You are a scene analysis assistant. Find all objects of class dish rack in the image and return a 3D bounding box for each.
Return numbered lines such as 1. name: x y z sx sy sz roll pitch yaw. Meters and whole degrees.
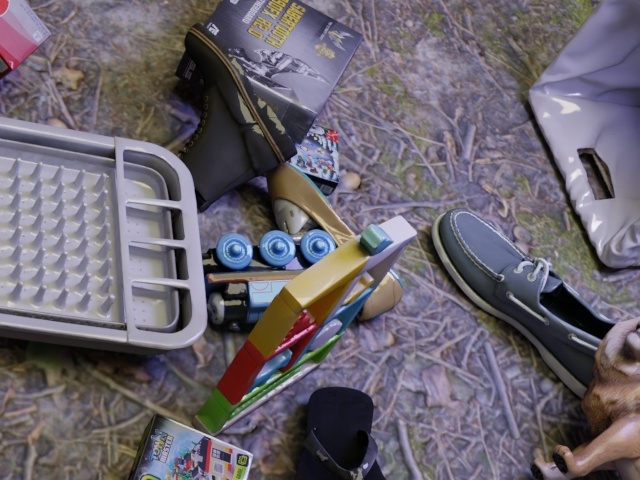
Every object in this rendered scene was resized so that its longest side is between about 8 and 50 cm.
1. dish rack: -0.294 0.000 1.648 0.332 0.072 0.286 10 49 -24

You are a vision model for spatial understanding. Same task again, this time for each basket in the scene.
1. basket: 0.510 -0.169 2.105 0.266 0.331 0.328 7 49 -34

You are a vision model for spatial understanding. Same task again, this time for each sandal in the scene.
1. sandal: 0.019 0.217 1.592 0.097 0.055 0.254 2 27 -7

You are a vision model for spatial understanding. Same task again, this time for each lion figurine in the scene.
1. lion figurine: 0.399 0.276 1.728 0.240 0.142 0.392 -23 72 -19

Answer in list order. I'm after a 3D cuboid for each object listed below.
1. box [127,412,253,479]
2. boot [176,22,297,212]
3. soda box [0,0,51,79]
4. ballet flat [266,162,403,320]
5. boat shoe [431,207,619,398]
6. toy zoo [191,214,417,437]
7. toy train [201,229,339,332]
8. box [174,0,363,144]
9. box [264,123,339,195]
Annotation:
1. box: -0.143 0.277 1.516 0.114 0.036 0.207 24 44 -10
2. boot: -0.137 -0.146 1.826 0.137 0.077 0.198 -35 76 -4
3. soda box: -0.431 -0.301 1.753 0.263 0.083 0.092 52 41 -17
4. ballet flat: 0.000 0.000 1.824 0.073 0.080 0.232 -37 74 -29
5. boat shoe: 0.275 0.061 1.913 0.319 0.099 0.116 46 44 12
6. toy zoo: -0.009 0.078 1.586 0.030 0.293 0.192 46 45 13
7. toy train: -0.052 0.047 1.734 0.184 0.080 0.105 -3 73 -20
8. box: -0.062 -0.238 1.985 0.183 0.056 0.231 28 37 0
9. box: -0.043 -0.115 1.932 0.137 0.027 0.094 16 45 -18
